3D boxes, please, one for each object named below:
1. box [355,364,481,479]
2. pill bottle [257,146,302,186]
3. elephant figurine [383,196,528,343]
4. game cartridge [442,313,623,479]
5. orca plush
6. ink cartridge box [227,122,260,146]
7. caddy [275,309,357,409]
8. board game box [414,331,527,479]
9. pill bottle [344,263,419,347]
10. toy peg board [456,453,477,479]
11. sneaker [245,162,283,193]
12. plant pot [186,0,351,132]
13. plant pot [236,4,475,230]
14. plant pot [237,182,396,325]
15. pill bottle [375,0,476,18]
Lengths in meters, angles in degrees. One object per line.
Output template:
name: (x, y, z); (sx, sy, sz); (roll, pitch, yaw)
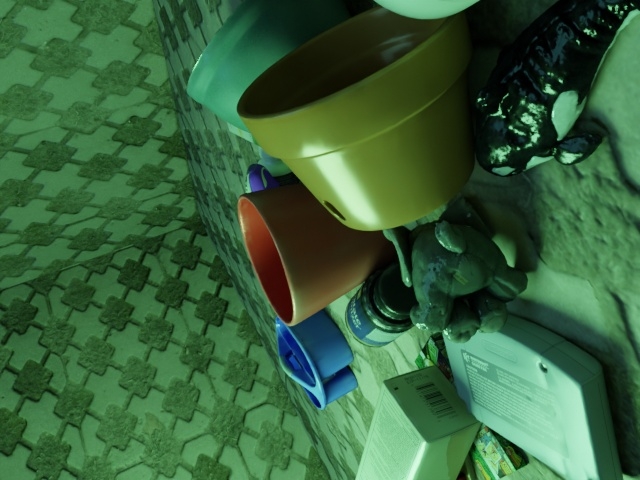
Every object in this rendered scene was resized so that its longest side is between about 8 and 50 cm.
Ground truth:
box: (0.170, 0.401, 1.038); (0.148, 0.121, 0.311); (52, 142, 44)
pill bottle: (-0.103, -0.161, 1.427); (0.108, 0.108, 0.193); (46, 152, 51)
elephant figurine: (0.166, 0.020, 0.800); (0.239, 0.169, 0.186); (-110, 38, -58)
game cartridge: (0.285, 0.205, 0.793); (0.294, 0.060, 0.196); (17, 130, 67)
orca plush: (0.209, -0.141, 0.543); (0.151, 0.102, 0.287); (67, 162, 5)
ink cartridge box: (-0.173, -0.366, 1.382); (0.353, 0.119, 0.207); (36, 143, 59)
caddy: (-0.034, 0.351, 1.690); (0.341, 0.179, 0.241); (44, 150, 53)
board game box: (0.263, 0.304, 1.013); (0.260, 0.030, 0.136); (60, 162, 27)
pill bottle: (0.126, 0.123, 1.054); (0.123, 0.122, 0.219); (64, 161, 16)
toy peg board: (0.256, 0.503, 1.171); (0.161, 0.079, 0.161); (5, 114, 71)
sneaker: (-0.065, -0.079, 1.352); (0.293, 0.146, 0.102); (60, -154, -34)
plant pot: (-0.046, -0.280, 0.916); (0.196, 0.293, 0.293); (43, 164, -8)
plant pot: (0.069, -0.150, 0.706); (0.203, 0.291, 0.291); (60, 168, -28)
plant pot: (0.000, 0.000, 1.085); (0.275, 0.243, 0.275); (56, 158, 37)
pill bottle: (0.153, -0.295, 0.337); (0.392, 0.224, 0.224); (5, 114, 71)
